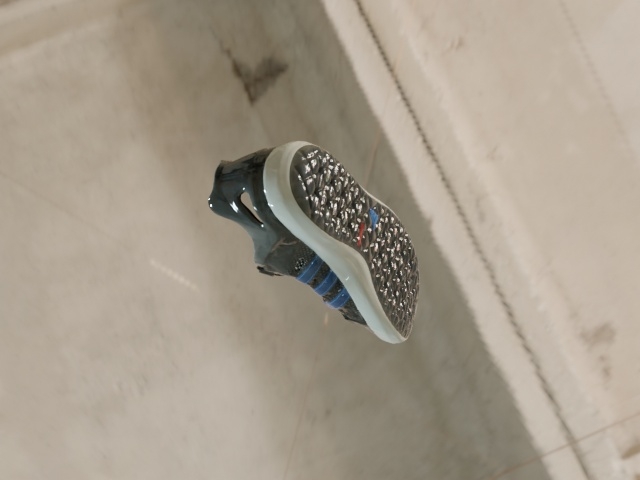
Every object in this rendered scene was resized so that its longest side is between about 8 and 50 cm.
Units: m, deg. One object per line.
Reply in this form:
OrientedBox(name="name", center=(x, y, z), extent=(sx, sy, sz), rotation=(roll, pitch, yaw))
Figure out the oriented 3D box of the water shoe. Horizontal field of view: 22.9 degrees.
OrientedBox(name="water shoe", center=(0.000, 0.000, 1.031), extent=(0.080, 0.203, 0.073), rotation=(-2, -124, 29))
